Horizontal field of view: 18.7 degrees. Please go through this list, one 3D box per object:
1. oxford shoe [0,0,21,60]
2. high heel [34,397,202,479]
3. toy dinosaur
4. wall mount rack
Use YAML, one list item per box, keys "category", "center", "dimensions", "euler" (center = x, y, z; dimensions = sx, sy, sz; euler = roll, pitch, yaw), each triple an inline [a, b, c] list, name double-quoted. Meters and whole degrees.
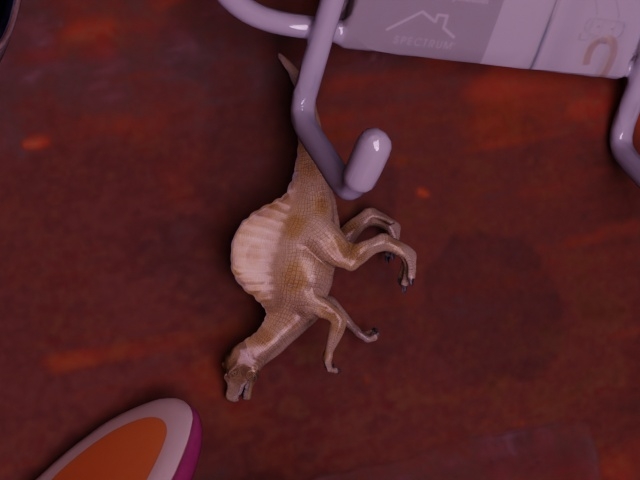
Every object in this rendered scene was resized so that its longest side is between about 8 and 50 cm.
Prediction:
- category: "oxford shoe"
  center: [-0.218, -0.060, 0.882]
  dimensions: [0.130, 0.133, 0.363]
  euler: [21, 86, -19]
- category: "high heel"
  center: [-0.117, 0.199, 0.973]
  dimensions: [0.244, 0.082, 0.117]
  euler: [-60, 140, -22]
- category: "toy dinosaur"
  center: [0.000, 0.000, 1.001]
  dimensions: [0.092, 0.053, 0.183]
  euler: [13, 88, -17]
- category: "wall mount rack"
  center: [0.131, -0.159, 0.941]
  dimensions: [0.350, 0.130, 0.304]
  euler: [3, 121, -26]
